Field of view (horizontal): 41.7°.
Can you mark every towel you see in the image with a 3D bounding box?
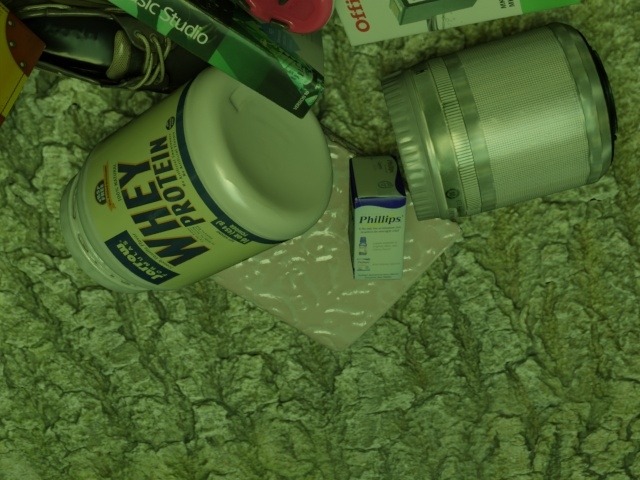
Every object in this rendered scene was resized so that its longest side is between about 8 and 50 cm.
[{"bbox_3d":[0.000,0.000,1.312,0.332,0.053,0.317,33,114,-22],"label":"towel"}]

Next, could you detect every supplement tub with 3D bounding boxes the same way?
[{"bbox_3d":[-0.171,-0.069,1.113,0.325,0.235,0.235,-24,122,37],"label":"supplement tub"}]

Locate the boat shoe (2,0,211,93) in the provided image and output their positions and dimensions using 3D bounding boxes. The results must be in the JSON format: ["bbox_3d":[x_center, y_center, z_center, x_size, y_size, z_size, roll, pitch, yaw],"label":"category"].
[{"bbox_3d":[-0.246,-0.243,1.101,0.355,0.130,0.132,6,122,-6],"label":"boat shoe"}]

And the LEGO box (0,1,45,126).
[{"bbox_3d":[-0.629,-0.265,0.912,0.373,0.193,0.500,-15,136,33],"label":"LEGO box"}]

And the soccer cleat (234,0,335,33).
[{"bbox_3d":[-0.104,-0.378,0.982,0.331,0.143,0.116,38,128,-3],"label":"soccer cleat"}]

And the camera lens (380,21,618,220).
[{"bbox_3d":[0.238,-0.155,1.127,0.274,0.219,0.219,-15,121,7],"label":"camera lens"}]

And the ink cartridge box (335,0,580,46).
[{"bbox_3d":[0.141,-0.363,0.981,0.289,0.121,0.211,-6,140,23],"label":"ink cartridge box"}]

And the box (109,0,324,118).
[{"bbox_3d":[-0.140,-0.294,1.014,0.322,0.232,0.058,28,119,-19],"label":"box"}]

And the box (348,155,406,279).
[{"bbox_3d":[0.078,-0.033,1.193,0.072,0.126,0.137,-1,122,-2],"label":"box"}]
